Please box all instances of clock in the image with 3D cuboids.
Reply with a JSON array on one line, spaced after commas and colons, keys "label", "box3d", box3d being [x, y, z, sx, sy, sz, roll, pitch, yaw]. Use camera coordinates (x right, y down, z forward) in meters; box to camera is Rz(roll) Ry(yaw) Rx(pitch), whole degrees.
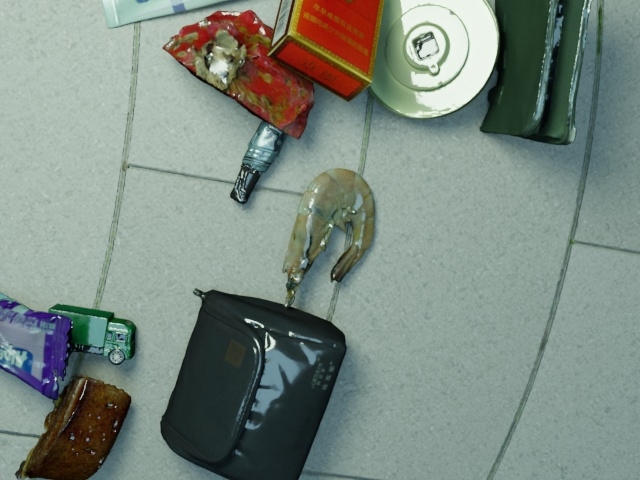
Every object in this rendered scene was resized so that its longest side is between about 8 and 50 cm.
[{"label": "clock", "box3d": [0.173, -0.316, 1.211, 0.234, 0.029, 0.235, 3, 98, 19]}]

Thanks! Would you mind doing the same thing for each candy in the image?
[{"label": "candy", "box3d": [-0.516, 0.150, 1.219, 0.275, 0.070, 0.145, 19, 105, 20]}]

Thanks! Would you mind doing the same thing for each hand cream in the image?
[{"label": "hand cream", "box3d": [-0.200, -0.427, 1.206, 0.320, 0.067, 0.109, -9, 100, 4]}]

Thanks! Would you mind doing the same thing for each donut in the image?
[{"label": "donut", "box3d": [-0.409, 0.329, 1.255, 0.126, 0.144, 0.187, 25, 69, -28]}]

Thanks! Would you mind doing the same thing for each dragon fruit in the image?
[{"label": "dragon fruit", "box3d": [-0.118, -0.276, 1.126, 0.262, 0.211, 0.134, 34, 103, 2]}]

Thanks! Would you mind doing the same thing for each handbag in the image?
[{"label": "handbag", "box3d": [0.327, -0.282, 1.162, 0.079, 0.260, 0.248, 4, 101, -8]}, {"label": "handbag", "box3d": [-0.126, 0.251, 1.240, 0.275, 0.178, 0.302, 20, 96, -8]}]

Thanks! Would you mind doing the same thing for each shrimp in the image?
[{"label": "shrimp", "box3d": [0.016, 0.002, 1.278, 0.145, 0.059, 0.254, 14, 90, -22]}]

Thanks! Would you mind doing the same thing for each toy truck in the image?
[{"label": "toy truck", "box3d": [-0.386, 0.160, 1.262, 0.147, 0.065, 0.079, 11, 94, -5]}]

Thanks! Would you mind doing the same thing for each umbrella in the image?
[{"label": "umbrella", "box3d": [-0.083, -0.176, 1.245, 0.052, 0.053, 0.250, 28, 96, 2]}]

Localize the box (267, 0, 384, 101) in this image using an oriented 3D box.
[{"label": "box", "box3d": [0.016, -0.350, 1.139, 0.153, 0.074, 0.240, 22, 60, -22]}]
